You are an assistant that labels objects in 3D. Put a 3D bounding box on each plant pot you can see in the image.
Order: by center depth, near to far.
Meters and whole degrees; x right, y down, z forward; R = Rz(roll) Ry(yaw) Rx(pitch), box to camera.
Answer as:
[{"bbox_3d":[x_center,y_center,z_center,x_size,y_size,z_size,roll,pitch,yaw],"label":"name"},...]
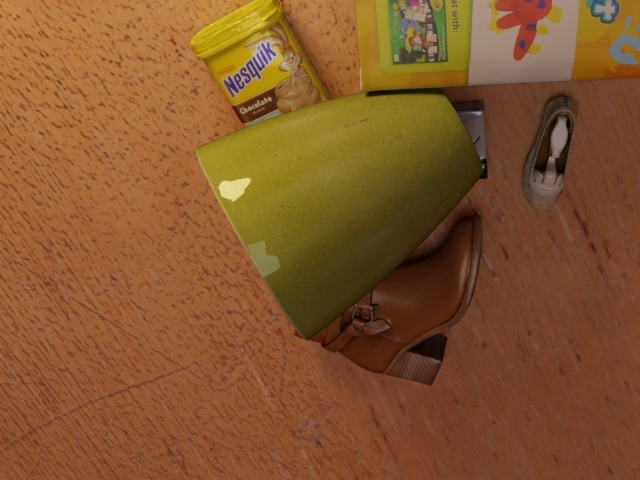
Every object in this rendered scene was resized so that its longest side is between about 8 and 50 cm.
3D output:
[{"bbox_3d":[0.041,-0.067,1.429,0.293,0.275,0.275,-30,111,1],"label":"plant pot"}]

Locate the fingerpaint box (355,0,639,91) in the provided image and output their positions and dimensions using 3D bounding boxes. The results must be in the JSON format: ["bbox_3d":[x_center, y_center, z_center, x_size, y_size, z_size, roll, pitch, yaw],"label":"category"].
[{"bbox_3d":[0.217,-0.412,1.324,0.370,0.163,0.445,-2,117,8],"label":"fingerpaint box"}]

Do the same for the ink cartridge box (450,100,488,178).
[{"bbox_3d":[0.116,-0.127,1.544,0.207,0.046,0.097,-4,115,8],"label":"ink cartridge box"}]

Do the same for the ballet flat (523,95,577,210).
[{"bbox_3d":[0.301,-0.108,1.531,0.057,0.052,0.168,6,117,3],"label":"ballet flat"}]

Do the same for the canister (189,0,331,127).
[{"bbox_3d":[-0.072,-0.215,1.505,0.126,0.073,0.170,-25,113,17],"label":"canister"}]

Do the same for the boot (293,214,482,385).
[{"bbox_3d":[0.095,0.060,1.622,0.220,0.109,0.284,20,124,0],"label":"boot"}]
